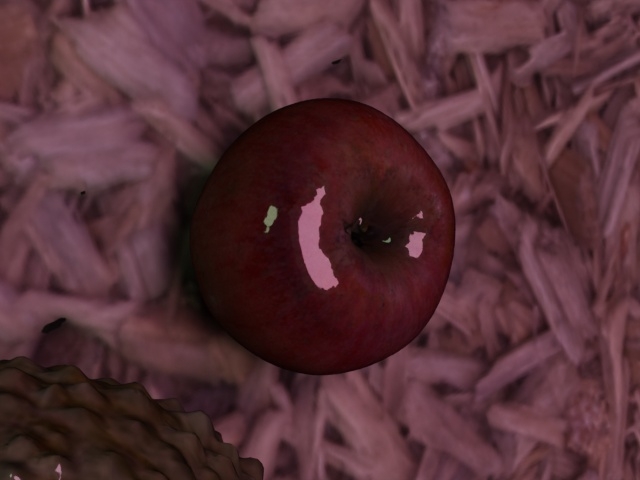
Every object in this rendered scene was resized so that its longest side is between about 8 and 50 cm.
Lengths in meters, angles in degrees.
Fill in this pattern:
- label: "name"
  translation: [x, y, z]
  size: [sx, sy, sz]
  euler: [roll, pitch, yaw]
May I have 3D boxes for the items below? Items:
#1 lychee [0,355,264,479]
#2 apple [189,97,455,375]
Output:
- label: "lychee"
  translation: [-0.141, 0.176, 0.670]
  size: [0.255, 0.274, 0.255]
  euler: [15, 73, -63]
- label: "apple"
  translation: [0.000, 0.000, 0.851]
  size: [0.153, 0.120, 0.153]
  euler: [3, 86, -40]
